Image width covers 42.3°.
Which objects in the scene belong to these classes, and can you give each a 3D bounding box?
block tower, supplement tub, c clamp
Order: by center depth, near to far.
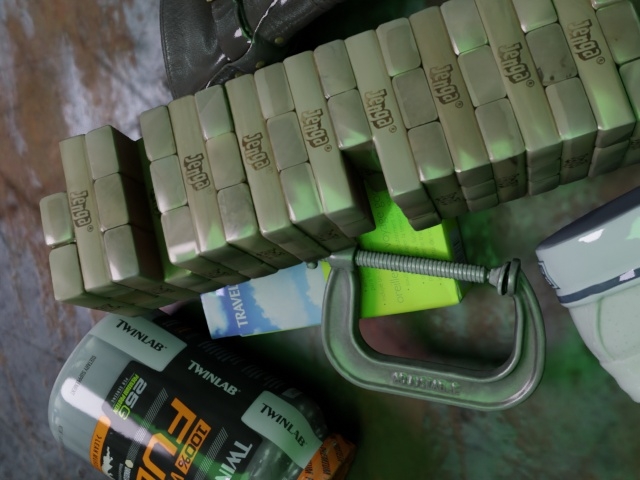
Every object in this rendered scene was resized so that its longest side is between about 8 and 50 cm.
[{"bbox_3d":[0.017,-0.048,0.452,0.335,0.097,0.091,-17,76,11],"label":"block tower"},{"bbox_3d":[0.058,0.034,0.497,0.161,0.022,0.137,13,105,18],"label":"c clamp"},{"bbox_3d":[-0.079,0.133,0.568,0.190,0.117,0.117,27,110,15],"label":"supplement tub"}]

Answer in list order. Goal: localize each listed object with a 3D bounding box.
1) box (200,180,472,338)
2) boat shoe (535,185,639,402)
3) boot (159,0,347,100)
[{"bbox_3d":[0.000,0.000,0.547,0.178,0.042,0.109,-11,96,23],"label":"box"},{"bbox_3d":[0.293,-0.005,0.376,0.367,0.136,0.156,-29,89,28],"label":"boat shoe"},{"bbox_3d":[-0.017,-0.209,0.474,0.229,0.091,0.263,-19,59,46],"label":"boot"}]
